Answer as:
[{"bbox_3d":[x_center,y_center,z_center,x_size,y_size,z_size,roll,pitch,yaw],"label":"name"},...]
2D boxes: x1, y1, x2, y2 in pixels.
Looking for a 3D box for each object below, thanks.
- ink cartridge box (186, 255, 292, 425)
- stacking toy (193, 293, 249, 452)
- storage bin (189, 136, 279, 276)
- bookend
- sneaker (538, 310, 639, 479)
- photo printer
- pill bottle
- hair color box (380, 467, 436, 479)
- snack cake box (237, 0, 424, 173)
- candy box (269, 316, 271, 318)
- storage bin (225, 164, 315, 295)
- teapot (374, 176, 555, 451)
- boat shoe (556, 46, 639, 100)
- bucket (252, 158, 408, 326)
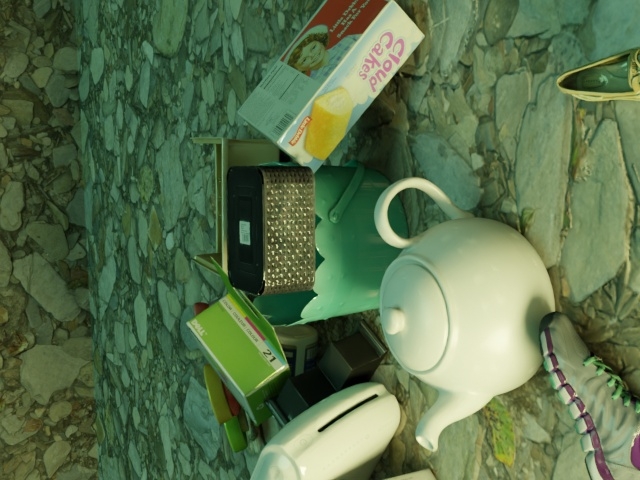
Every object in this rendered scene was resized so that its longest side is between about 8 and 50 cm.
[{"bbox_3d":[-0.143,0.171,1.384,0.189,0.097,0.255,46,163,31],"label":"ink cartridge box"},{"bbox_3d":[-0.163,0.278,1.737,0.309,0.130,0.279,-109,5,-45],"label":"stacking toy"},{"bbox_3d":[-0.178,-0.077,1.656,0.260,0.123,0.262,-164,72,-65],"label":"storage bin"},{"bbox_3d":[0.008,0.225,1.353,0.072,0.157,0.156,50,137,26],"label":"bookend"},{"bbox_3d":[0.326,0.174,0.915,0.098,0.083,0.224,-31,70,35],"label":"sneaker"},{"bbox_3d":[-0.005,0.369,1.316,0.107,0.256,0.307,41,130,26],"label":"photo printer"},{"bbox_3d":[-0.056,0.247,1.536,0.094,0.094,0.169,26,116,56],"label":"pill bottle"},{"bbox_3d":[0.150,0.516,1.128,0.374,0.185,0.114,58,140,39],"label":"hair color box"},{"bbox_3d":[0.011,-0.249,1.238,0.264,0.089,0.152,-51,38,2],"label":"snack cake box"},{"bbox_3d":[-0.052,0.100,1.580,0.105,0.027,0.206,57,140,36],"label":"candy box"},{"bbox_3d":[-0.074,-0.018,1.184,0.122,0.084,0.180,10,101,58],"label":"storage bin"},{"bbox_3d":[0.160,0.085,1.057,0.256,0.187,0.252,52,135,45],"label":"teapot"},{"bbox_3d":[0.324,-0.177,0.878,0.153,0.048,0.056,9,102,59],"label":"boat shoe"},{"bbox_3d":[0.000,0.000,1.324,0.281,0.183,0.281,11,103,58],"label":"bucket"}]
